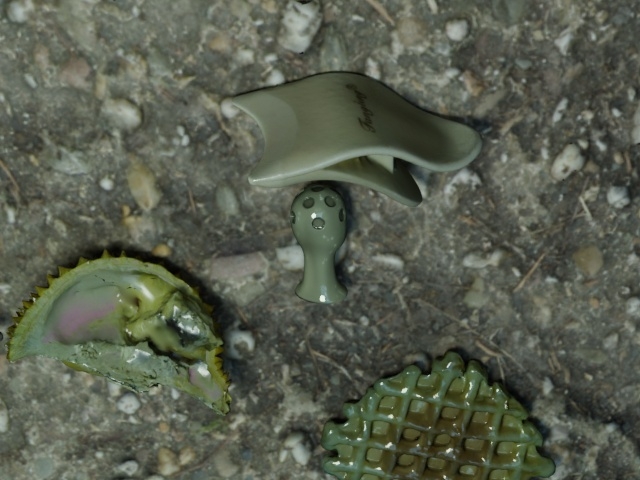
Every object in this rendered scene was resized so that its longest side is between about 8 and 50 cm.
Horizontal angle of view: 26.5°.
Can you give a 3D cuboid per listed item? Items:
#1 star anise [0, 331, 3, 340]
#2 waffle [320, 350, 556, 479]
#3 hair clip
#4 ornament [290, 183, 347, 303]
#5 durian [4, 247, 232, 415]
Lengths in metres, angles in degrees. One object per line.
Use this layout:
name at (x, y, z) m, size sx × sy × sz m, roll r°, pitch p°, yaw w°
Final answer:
star anise at (-0.537, 0.097, 1.718) m, size 0.283 × 0.129 × 0.212 m, roll -39°, pitch 132°, yaw 21°
waffle at (0.160, 0.302, 1.918) m, size 0.292 × 0.056 × 0.309 m, roll -34°, pitch 115°, yaw 14°
hair clip at (0.050, -0.120, 1.620) m, size 0.282 × 0.172 × 0.113 m, roll 16°, pitch 125°, yaw -24°
ornament at (0.000, 0.000, 1.730) m, size 0.075 × 0.081 × 0.156 m, roll 16°, pitch 126°, yaw 29°
durian at (-0.237, 0.119, 1.721) m, size 0.306 × 0.166 × 0.172 m, roll 26°, pitch 112°, yaw -19°
